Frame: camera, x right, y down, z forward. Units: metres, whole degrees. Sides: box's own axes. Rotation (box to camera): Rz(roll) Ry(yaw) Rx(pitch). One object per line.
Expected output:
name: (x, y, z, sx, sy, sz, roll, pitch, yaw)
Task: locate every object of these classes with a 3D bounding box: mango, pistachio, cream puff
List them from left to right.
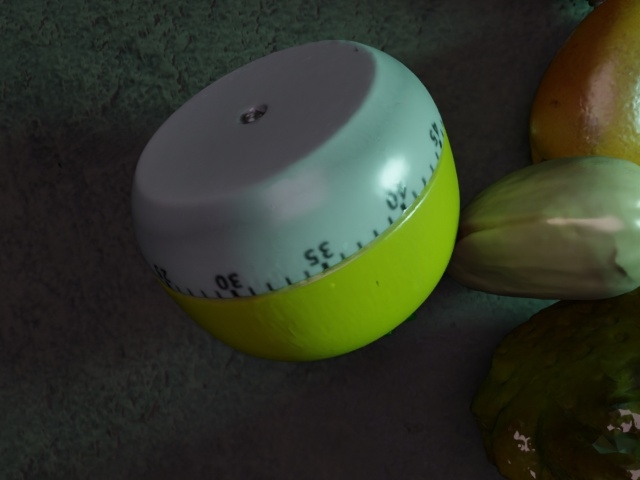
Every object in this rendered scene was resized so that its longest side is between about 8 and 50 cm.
pistachio: (0.185, -0.010, 0.559, 0.200, 0.145, 0.117, -3, 75, 52)
mango: (0.277, -0.138, 0.606, 0.141, 0.102, 0.217, 30, 90, 4)
cream puff: (0.242, 0.133, 0.511, 0.244, 0.196, 0.244, -14, 43, 14)

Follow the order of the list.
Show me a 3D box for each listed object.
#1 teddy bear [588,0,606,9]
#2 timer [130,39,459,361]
teddy bear: (0.248, -0.311, 0.626, 0.190, 0.140, 0.177, 40, 47, 19)
timer: (0.000, 0.000, 0.576, 0.284, 0.285, 0.286, -1, 83, 7)
